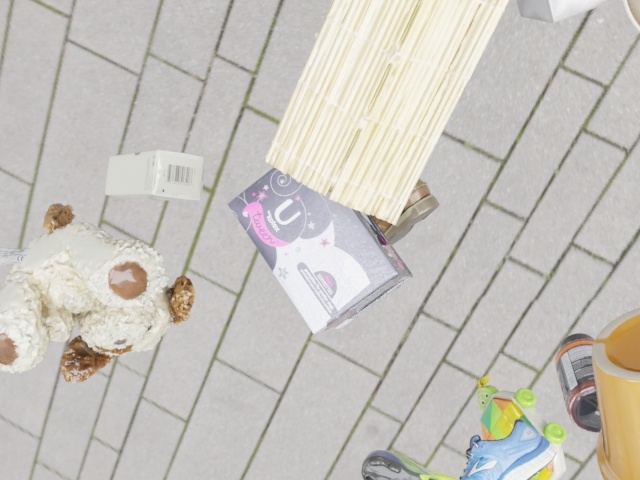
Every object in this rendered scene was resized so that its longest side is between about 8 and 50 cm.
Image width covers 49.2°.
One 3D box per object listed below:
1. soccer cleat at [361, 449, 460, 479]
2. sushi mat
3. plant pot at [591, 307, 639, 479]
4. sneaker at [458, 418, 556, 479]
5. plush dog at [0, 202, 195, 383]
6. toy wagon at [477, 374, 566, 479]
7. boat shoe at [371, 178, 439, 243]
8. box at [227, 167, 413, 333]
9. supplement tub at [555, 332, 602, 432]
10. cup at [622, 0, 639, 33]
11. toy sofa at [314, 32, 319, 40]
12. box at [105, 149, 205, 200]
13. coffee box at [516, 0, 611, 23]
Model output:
[{"bbox_3d":[0.225,0.505,1.436,0.289,0.121,0.093,18,93,17],"label":"soccer cleat"},{"bbox_3d":[0.071,-0.180,0.656,0.151,0.019,0.316,28,108,7],"label":"sushi mat"},{"bbox_3d":[0.375,0.175,0.720,0.205,0.205,0.188,-19,111,23],"label":"plant pot"},{"bbox_3d":[0.371,0.534,1.603,0.330,0.129,0.147,-35,63,-6],"label":"sneaker"},{"bbox_3d":[-0.306,0.081,0.976,0.262,0.210,0.225,-29,133,4],"label":"plush dog"},{"bbox_3d":[0.528,0.525,1.928,0.344,0.068,0.267,53,142,38],"label":"toy wagon"},{"bbox_3d":[0.136,-0.049,1.485,0.104,0.111,0.307,57,142,9],"label":"boat shoe"},{"bbox_3d":[0.000,0.000,1.089,0.163,0.142,0.247,-37,76,11],"label":"box"},{"bbox_3d":[0.486,0.248,1.265,0.106,0.198,0.106,4,114,8],"label":"supplement tub"},{"bbox_3d":[0.710,-0.544,1.300,0.331,0.237,0.331,4,125,6],"label":"cup"},{"bbox_3d":[0.049,-0.319,1.676,0.177,0.150,0.362,-3,150,-14],"label":"toy sofa"},{"bbox_3d":[-0.359,-0.136,1.496,0.275,0.113,0.094,6,90,52],"label":"box"},{"bbox_3d":[0.312,-0.327,0.686,0.247,0.098,0.141,-19,112,3],"label":"coffee box"}]
